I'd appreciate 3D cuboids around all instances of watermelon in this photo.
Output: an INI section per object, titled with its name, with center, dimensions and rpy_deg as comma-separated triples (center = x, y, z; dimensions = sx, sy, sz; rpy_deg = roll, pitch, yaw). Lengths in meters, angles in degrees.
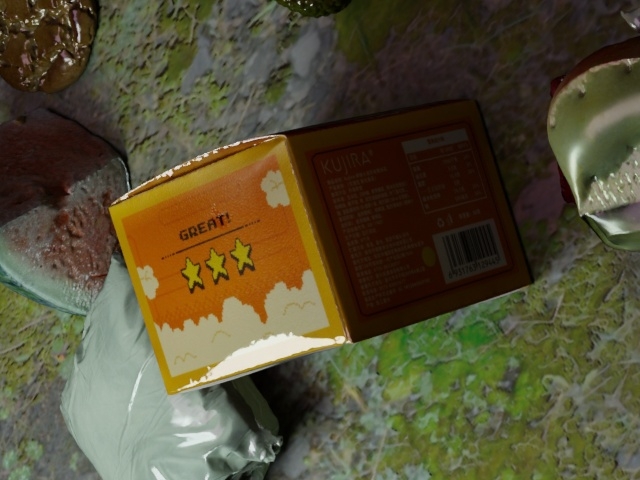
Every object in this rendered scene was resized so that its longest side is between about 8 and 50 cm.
[watermelon]
center = -0.325, -0.043, 2.254
dimensions = 0.213, 0.261, 0.201
rpy_deg = 33, 93, 35

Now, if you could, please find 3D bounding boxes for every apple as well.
[apple]
center = 0.303, -0.084, 1.683
dimensions = 0.188, 0.174, 0.207
rpy_deg = -24, 114, 25

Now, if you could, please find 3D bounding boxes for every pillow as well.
[pillow]
center = -0.174, 0.204, 2.207
dimensions = 0.310, 0.138, 0.283
rpy_deg = 50, 135, 22

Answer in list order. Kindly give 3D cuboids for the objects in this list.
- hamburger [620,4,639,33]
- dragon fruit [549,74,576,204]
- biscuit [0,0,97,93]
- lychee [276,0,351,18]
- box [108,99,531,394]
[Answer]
[hamburger]
center = 0.317, -0.331, 1.617
dimensions = 0.290, 0.170, 0.314
rpy_deg = 52, 130, 23
[dragon fruit]
center = 0.240, -0.089, 1.815
dimensions = 0.097, 0.063, 0.131
rpy_deg = -7, 96, 42
[biscuit]
center = -0.344, -0.279, 2.303
dimensions = 0.226, 0.042, 0.226
rpy_deg = 12, 109, 38
[lychee]
center = -0.020, -0.290, 1.963
dimensions = 0.114, 0.114, 0.146
rpy_deg = -31, 94, 42
[box]
center = 0.000, 0.000, 1.900
dimensions = 0.259, 0.283, 0.214
rpy_deg = -17, 88, 42
